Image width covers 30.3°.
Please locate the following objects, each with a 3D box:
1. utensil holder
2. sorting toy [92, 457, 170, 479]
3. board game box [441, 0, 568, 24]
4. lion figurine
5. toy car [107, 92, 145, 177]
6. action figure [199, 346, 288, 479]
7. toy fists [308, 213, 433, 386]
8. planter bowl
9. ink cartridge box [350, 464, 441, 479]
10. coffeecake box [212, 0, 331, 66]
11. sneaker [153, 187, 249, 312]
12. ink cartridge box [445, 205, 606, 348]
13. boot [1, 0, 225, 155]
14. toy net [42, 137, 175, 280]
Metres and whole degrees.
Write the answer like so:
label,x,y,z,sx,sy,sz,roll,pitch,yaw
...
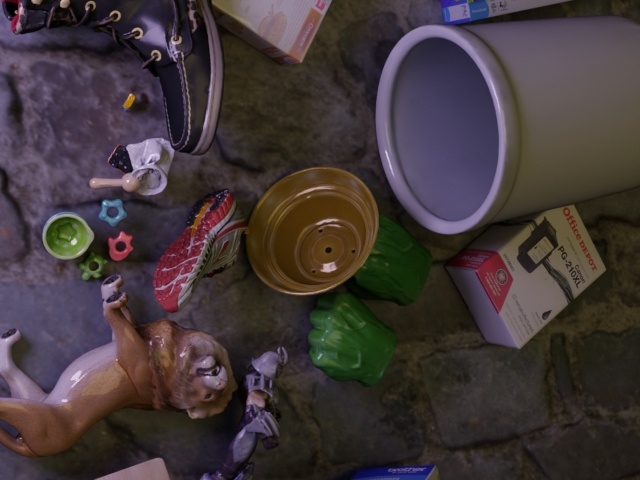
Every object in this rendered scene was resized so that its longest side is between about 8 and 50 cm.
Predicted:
label,x,y,z,sx,sy,sz,roll,pitch,yaw
utensil holder,0.338,-0.198,1.911,0.385,0.328,0.327,-10,98,-30
sorting toy,-0.306,0.476,1.675,0.255,0.089,0.257,-18,74,-12
board game box,0.354,-0.517,2.038,0.347,0.078,0.233,-17,101,-27
lion figurine,-0.326,0.211,1.690,0.392,0.142,0.240,-25,113,-11
toy car,-0.271,-0.149,1.734,0.060,0.040,0.122,15,88,-8
action figure,-0.106,0.290,1.789,0.099,0.185,0.285,21,98,4
toy fists,0.068,0.093,1.908,0.142,0.096,0.279,35,75,-34
planter bowl,0.000,0.000,1.837,0.217,0.217,0.090,-61,151,-12
ink cartridge box,0.103,0.522,1.825,0.395,0.151,0.270,-28,110,-63
coffeecake box,-0.085,-0.376,1.809,0.185,0.068,0.142,31,78,-27
sneaker,-0.166,0.024,1.747,0.092,0.088,0.225,53,46,-27
ink cartridge box,0.361,0.047,2.061,0.237,0.100,0.172,-38,110,-22
boot,-0.290,-0.303,1.652,0.284,0.138,0.377,-3,86,-29
toy net,-0.285,-0.047,1.697,0.232,0.045,0.122,-43,109,-1
